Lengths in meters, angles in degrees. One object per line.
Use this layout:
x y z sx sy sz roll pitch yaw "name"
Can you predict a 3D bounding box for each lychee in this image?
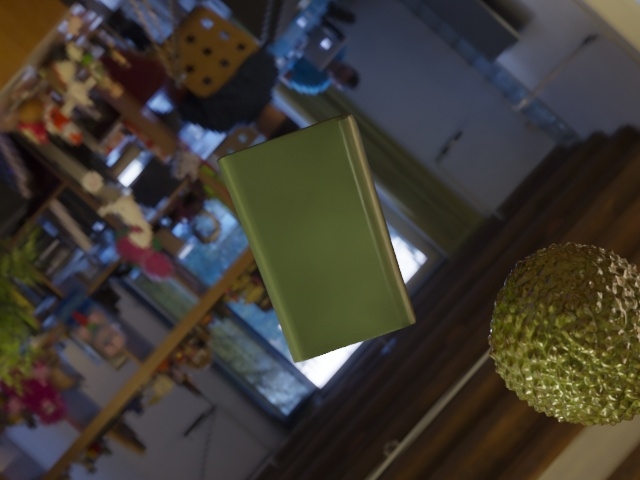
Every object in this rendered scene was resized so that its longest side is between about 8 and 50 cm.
0.373 0.133 1.663 0.270 0.270 0.320 -49 -156 -16 "lychee"

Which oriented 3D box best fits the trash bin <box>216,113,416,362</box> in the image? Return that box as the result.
0.000 0.000 1.815 0.223 0.343 0.158 -18 175 5 "trash bin"
